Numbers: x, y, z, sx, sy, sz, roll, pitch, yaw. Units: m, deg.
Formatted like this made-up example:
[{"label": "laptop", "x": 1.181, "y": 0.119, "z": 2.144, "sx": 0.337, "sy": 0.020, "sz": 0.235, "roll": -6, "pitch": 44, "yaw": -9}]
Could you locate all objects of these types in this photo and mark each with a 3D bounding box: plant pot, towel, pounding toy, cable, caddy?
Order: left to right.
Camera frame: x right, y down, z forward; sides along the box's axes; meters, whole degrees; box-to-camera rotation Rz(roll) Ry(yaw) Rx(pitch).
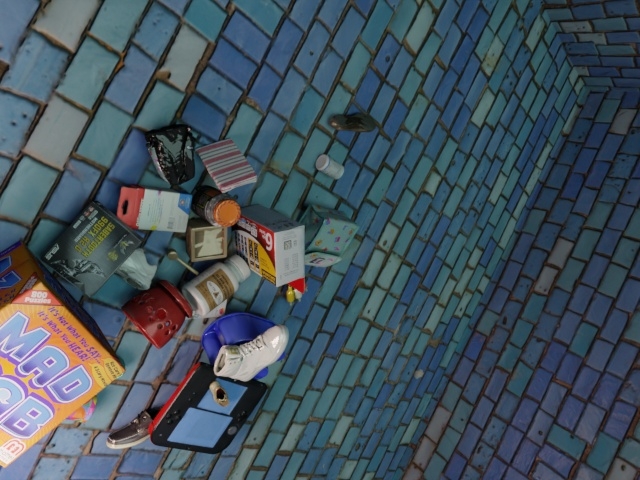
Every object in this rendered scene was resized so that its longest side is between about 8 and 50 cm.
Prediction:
[{"label": "plant pot", "x": -0.542, "y": 0.243, "z": 1.610, "sx": 0.174, "sy": 0.191, "sz": 0.191, "roll": -41, "pitch": 128, "yaw": -23}, {"label": "pounding toy", "x": -0.443, "y": 0.022, "z": 1.677, "sx": 0.206, "sy": 0.094, "sz": 0.181, "roll": -7, "pitch": 117, "yaw": -28}, {"label": "towel", "x": -0.322, "y": -0.257, "z": 1.620, "sx": 0.144, "sy": 0.197, "sz": 0.029, "roll": -24, "pitch": 160, "yaw": -32}, {"label": "caddy", "x": -0.303, "y": 0.409, "z": 1.885, "sx": 0.241, "sy": 0.179, "sz": 0.341, "roll": -47, "pitch": 135, "yaw": 15}, {"label": "cable", "x": -0.112, "y": 0.150, "z": 1.970, "sx": 0.139, "sy": 0.072, "sz": 0.287, "roll": -43, "pitch": 147, "yaw": -22}]

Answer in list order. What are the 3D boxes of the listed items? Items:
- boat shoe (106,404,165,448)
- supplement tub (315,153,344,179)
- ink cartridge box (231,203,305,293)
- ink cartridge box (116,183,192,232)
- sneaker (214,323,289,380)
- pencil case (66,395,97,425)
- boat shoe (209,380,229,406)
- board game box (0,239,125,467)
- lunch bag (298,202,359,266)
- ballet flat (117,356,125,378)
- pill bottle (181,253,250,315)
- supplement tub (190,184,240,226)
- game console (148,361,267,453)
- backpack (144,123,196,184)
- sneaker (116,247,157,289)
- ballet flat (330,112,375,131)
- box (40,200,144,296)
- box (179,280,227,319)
[{"label": "boat shoe", "x": -0.645, "y": 0.675, "z": 1.759, "sx": 0.285, "sy": 0.103, "sz": 0.092, "roll": -8, "pitch": 106, "yaw": -41}, {"label": "supplement tub", "x": 0.038, "y": -0.302, "z": 1.954, "sx": 0.107, "sy": 0.071, "sz": 0.071, "roll": 24, "pitch": 91, "yaw": -43}, {"label": "ink cartridge box", "x": -0.193, "y": 0.040, "z": 1.735, "sx": 0.130, "sy": 0.309, "sz": 0.271, "roll": -16, "pitch": 116, "yaw": -34}, {"label": "ink cartridge box", "x": -0.548, "y": -0.105, "z": 1.542, "sx": 0.231, "sy": 0.078, "sz": 0.134, "roll": 5, "pitch": 103, "yaw": -40}, {"label": "sneaker", "x": -0.254, "y": 0.399, "z": 1.696, "sx": 0.292, "sy": 0.108, "sz": 0.169, "roll": -47, "pitch": 138, "yaw": 17}, {"label": "pencil case", "x": -0.846, "y": 0.524, "z": 1.532, "sx": 0.236, "sy": 0.104, "sz": 0.104, "roll": 36, "pitch": 83, "yaw": -42}, {"label": "boat shoe", "x": -0.369, "y": 0.576, "z": 1.755, "sx": 0.050, "sy": 0.045, "sz": 0.135, "roll": -36, "pitch": 130, "yaw": -21}, {"label": "board game box", "x": -0.826, "y": 0.282, "z": 1.278, "sx": 0.356, "sy": 0.356, "sz": 0.356, "roll": -39, "pitch": 127, "yaw": -21}, {"label": "lunch bag", "x": 0.000, "y": 0.000, "z": 1.987, "sx": 0.223, "sy": 0.160, "sz": 0.262, "roll": 11, "pitch": 116, "yaw": -45}, {"label": "ballet flat", "x": -0.755, "y": 0.407, "z": 1.566, "sx": 0.247, "sy": 0.087, "sz": 0.083, "roll": 26, "pitch": 90, "yaw": -42}, {"label": "pill bottle", "x": -0.369, "y": 0.153, "z": 1.711, "sx": 0.229, "sy": 0.131, "sz": 0.131, "roll": -39, "pitch": 128, "yaw": -32}, {"label": "supplement tub", "x": -0.357, "y": -0.115, "z": 1.620, "sx": 0.117, "sy": 0.190, "sz": 0.117, "roll": -16, "pitch": 117, "yaw": -34}, {"label": "game console", "x": -0.419, "y": 0.649, "z": 1.811, "sx": 0.342, "sy": 0.060, "sz": 0.386, "roll": -52, "pitch": 135, "yaw": 1}, {"label": "backpack", "x": -0.469, "y": -0.271, "z": 1.519, "sx": 0.152, "sy": 0.115, "sz": 0.182, "roll": -19, "pitch": 120, "yaw": -20}, {"label": "sneaker", "x": -0.635, "y": 0.058, "z": 1.545, "sx": 0.232, "sy": 0.090, "sz": 0.115, "roll": 46, "pitch": 47, "yaw": -30}, {"label": "ballet flat", "x": 0.134, "y": -0.484, "z": 1.978, "sx": 0.250, "sy": 0.058, "sz": 0.084, "roll": -12, "pitch": 79, "yaw": -42}, {"label": "box", "x": -0.678, "y": 0.025, "z": 1.422, "sx": 0.183, "sy": 0.056, "sz": 0.231, "roll": 43, "pitch": 90, "yaw": -11}, {"label": "box", "x": -0.440, "y": 0.221, "z": 1.786, "sx": 0.186, "sy": 0.038, "sz": 0.145, "roll": 1, "pitch": 106, "yaw": -39}]
